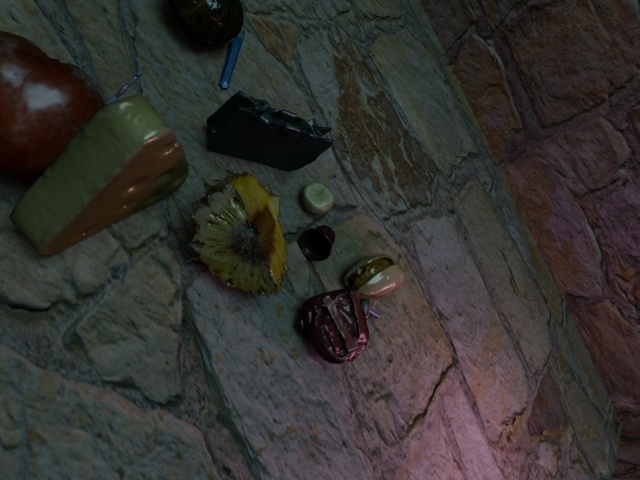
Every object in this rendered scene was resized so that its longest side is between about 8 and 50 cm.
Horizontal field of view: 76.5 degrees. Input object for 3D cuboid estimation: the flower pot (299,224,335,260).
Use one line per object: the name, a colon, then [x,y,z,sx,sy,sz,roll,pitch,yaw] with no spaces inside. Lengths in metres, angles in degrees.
flower pot: [0.000,0.000,1.305,0.111,0.111,0.089,58,31,-6]

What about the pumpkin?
pumpkin: [-0.364,-0.718,1.235,0.260,0.189,0.260,47,29,-38]

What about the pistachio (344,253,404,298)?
pistachio: [0.182,0.126,1.380,0.230,0.157,0.157,-13,81,-38]

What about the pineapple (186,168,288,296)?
pineapple: [-0.225,-0.035,1.101,0.286,0.209,0.344,-83,157,-60]

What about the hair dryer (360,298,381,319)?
hair dryer: [0.173,0.250,1.389,0.114,0.037,0.063,34,55,-35]

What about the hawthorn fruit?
hawthorn fruit: [-0.576,-0.257,0.792,0.284,0.284,0.284,17,62,-35]

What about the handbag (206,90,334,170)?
handbag: [-0.151,-0.307,1.200,0.327,0.238,0.089,11,70,-38]

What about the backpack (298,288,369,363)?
backpack: [0.053,0.256,1.204,0.229,0.139,0.229,17,61,-34]

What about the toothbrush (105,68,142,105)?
toothbrush: [-0.520,-0.392,1.064,0.013,0.019,0.193,38,53,-24]

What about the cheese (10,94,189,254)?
cheese: [-0.419,-0.145,0.890,0.104,0.384,0.384,51,47,-3]

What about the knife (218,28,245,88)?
knife: [-0.295,-0.616,1.351,0.044,0.026,0.296,24,61,-29]

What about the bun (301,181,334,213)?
bun: [-0.013,-0.138,1.363,0.115,0.069,0.115,8,62,-16]
